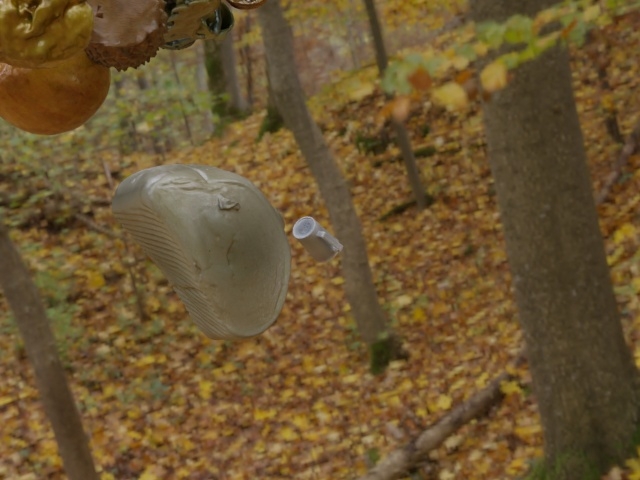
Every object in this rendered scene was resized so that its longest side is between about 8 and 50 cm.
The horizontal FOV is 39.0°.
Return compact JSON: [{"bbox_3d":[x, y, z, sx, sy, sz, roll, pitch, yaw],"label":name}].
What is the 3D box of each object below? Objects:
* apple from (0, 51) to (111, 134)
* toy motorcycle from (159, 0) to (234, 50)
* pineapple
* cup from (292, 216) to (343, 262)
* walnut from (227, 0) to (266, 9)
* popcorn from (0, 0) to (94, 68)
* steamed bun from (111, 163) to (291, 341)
[{"bbox_3d":[-0.660,-0.399,2.149,0.299,0.298,0.275,-10,-16,32],"label":"apple"},{"bbox_3d":[-0.350,-0.622,2.387,0.237,0.168,0.410,-11,-15,-6],"label":"toy motorcycle"},{"bbox_3d":[-0.451,-0.469,2.010,0.223,0.222,0.357,-16,2,-11],"label":"pineapple"},{"bbox_3d":[0.000,0.000,2.146,0.104,0.116,0.074,15,69,38],"label":"cup"},{"bbox_3d":[-0.215,-0.702,2.443,0.167,0.211,0.087,-40,-11,-13],"label":"walnut"},{"bbox_3d":[-0.497,-0.386,1.542,0.254,0.190,0.191,-34,-6,-9],"label":"popcorn"},{"bbox_3d":[-0.205,-0.001,1.758,0.236,0.383,0.247,-41,20,-26],"label":"steamed bun"}]
